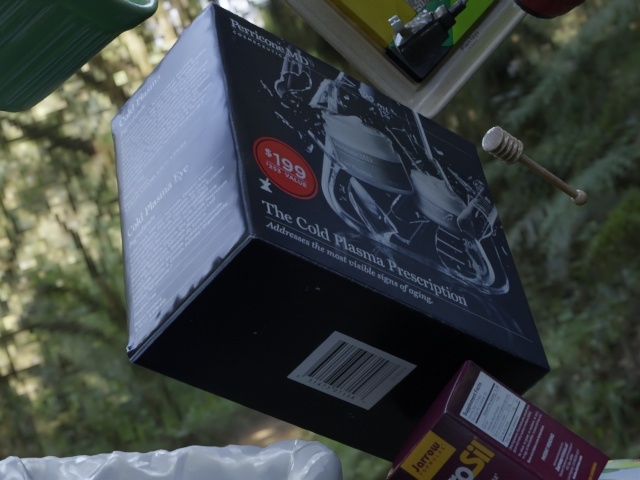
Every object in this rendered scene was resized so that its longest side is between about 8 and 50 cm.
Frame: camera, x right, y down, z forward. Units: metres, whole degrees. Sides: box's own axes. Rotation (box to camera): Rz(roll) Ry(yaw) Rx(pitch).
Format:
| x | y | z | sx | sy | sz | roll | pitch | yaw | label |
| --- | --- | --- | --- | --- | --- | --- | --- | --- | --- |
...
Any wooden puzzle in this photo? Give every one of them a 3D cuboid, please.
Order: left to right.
| x | y | z | sx | sy | sz | roll | pitch | yaw | label |
| --- | --- | --- | --- | --- | --- | --- | --- | --- | --- |
| 0.096 | -0.280 | 1.638 | 0.221 | 0.238 | 0.044 | -49 | -1 | -16 | wooden puzzle |

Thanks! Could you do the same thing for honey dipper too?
| x | y | z | sx | sy | sz | roll | pitch | yaw | label |
| --- | --- | --- | --- | --- | --- | --- | --- | --- | --- |
| 0.241 | -0.077 | 1.656 | 0.160 | 0.030 | 0.030 | 30 | -34 | -36 | honey dipper |

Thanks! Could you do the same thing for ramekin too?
| x | y | z | sx | sy | sz | roll | pitch | yaw | label |
| --- | --- | --- | --- | --- | --- | --- | --- | --- | --- |
| -0.292 | -0.248 | 1.233 | 0.148 | 0.303 | 0.303 | -43 | -5 | 13 | ramekin |

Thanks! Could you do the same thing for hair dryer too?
| x | y | z | sx | sy | sz | roll | pitch | yaw | label |
| --- | --- | --- | --- | --- | --- | --- | --- | --- | --- |
| 0.150 | -0.258 | 1.238 | 0.293 | 0.080 | 0.223 | -28 | -39 | 14 | hair dryer |

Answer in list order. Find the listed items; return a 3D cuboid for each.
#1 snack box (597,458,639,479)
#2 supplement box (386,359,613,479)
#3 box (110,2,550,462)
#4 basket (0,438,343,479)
| x | y | z | sx | sy | sz | roll | pitch | yaw | label |
| --- | --- | --- | --- | --- | --- | --- | --- | --- | --- |
| 0.243 | 0.158 | 0.920 | 0.141 | 0.037 | 0.100 | -6 | 2 | 17 | snack box |
| 0.166 | 0.205 | 1.276 | 0.104 | 0.188 | 0.081 | -56 | -1 | 35 | supplement box |
| 0.000 | 0.000 | 1.379 | 0.343 | 0.312 | 0.179 | 25 | -56 | -32 | box |
| -0.156 | 0.338 | 1.129 | 0.331 | 0.266 | 0.328 | -6 | 16 | 22 | basket |
